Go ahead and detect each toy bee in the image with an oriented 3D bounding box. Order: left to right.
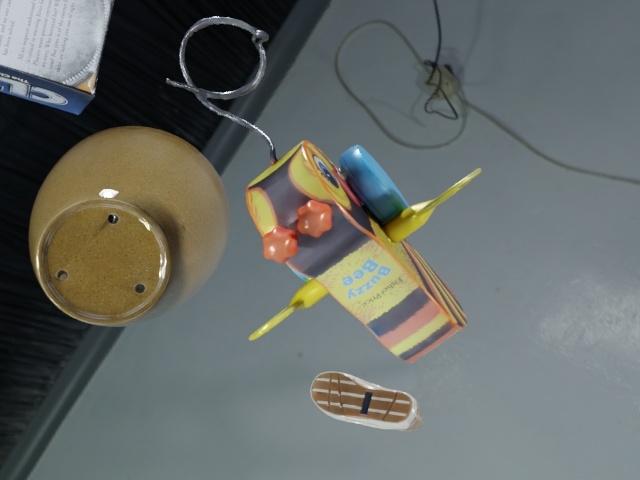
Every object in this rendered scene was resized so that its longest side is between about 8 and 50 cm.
[{"bbox_3d":[0.000,0.000,0.443,0.195,0.298,0.162,-58,13,21],"label":"toy bee"}]

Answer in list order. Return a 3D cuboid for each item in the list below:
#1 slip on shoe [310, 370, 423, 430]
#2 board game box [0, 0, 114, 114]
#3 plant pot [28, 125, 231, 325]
[{"bbox_3d":[0.050,0.178,0.689,0.135,0.041,0.051,1,59,36],"label":"slip on shoe"},{"bbox_3d":[-0.163,-0.200,0.283,0.042,0.165,0.243,-5,73,60],"label":"board game box"},{"bbox_3d":[-0.215,-0.004,0.685,0.237,0.254,0.237,-2,100,-8],"label":"plant pot"}]
